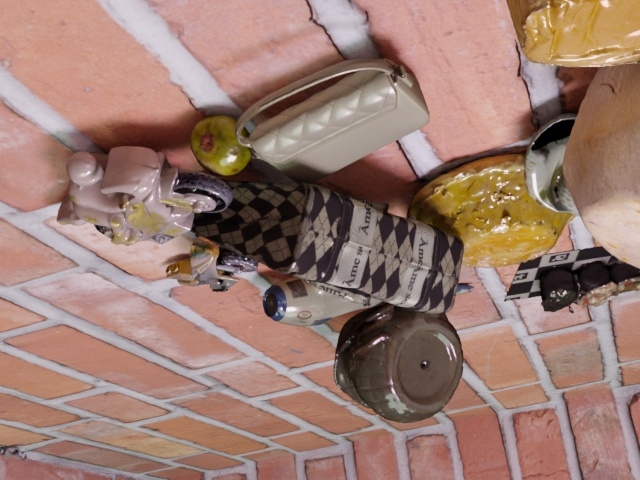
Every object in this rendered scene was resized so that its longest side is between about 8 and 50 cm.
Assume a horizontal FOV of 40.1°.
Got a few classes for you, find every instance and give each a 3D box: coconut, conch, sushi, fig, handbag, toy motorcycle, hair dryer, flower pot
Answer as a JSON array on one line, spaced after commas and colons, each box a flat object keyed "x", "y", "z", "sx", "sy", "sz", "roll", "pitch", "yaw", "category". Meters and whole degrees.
[{"x": 0.522, "y": -0.141, "z": 1.175, "sx": 0.346, "sy": 0.360, "sz": 0.346, "roll": 24, "pitch": 161, "yaw": 9, "category": "coconut"}, {"x": 0.419, "y": -0.135, "z": 1.414, "sx": 0.172, "sy": 0.131, "sz": 0.200, "roll": 7, "pitch": 118, "yaw": 13, "category": "conch"}, {"x": 0.648, "y": 0.116, "z": 2.078, "sx": 0.372, "sy": 0.100, "sz": 0.296, "roll": -8, "pitch": 156, "yaw": 0, "category": "sushi"}, {"x": -0.124, "y": -0.126, "z": 1.308, "sx": 0.093, "sy": 0.093, "sz": 0.166, "roll": -19, "pitch": 154, "yaw": 23, "category": "fig"}, {"x": 0.000, "y": 0.000, "z": 1.470, "sx": 0.316, "sy": 0.180, "sz": 0.416, "roll": 11, "pitch": 175, "yaw": 43, "category": "handbag"}, {"x": -0.222, "y": 0.043, "z": 1.669, "sx": 0.129, "sy": 0.094, "sz": 0.229, "roll": 17, "pitch": 159, "yaw": -36, "category": "toy motorcycle"}, {"x": -0.298, "y": -0.066, "z": 1.341, "sx": 0.222, "sy": 0.108, "sz": 0.340, "roll": 23, "pitch": 155, "yaw": -32, "category": "toy motorcycle"}, {"x": 0.011, "y": -0.177, "z": 1.218, "sx": 0.256, "sy": 0.079, "sz": 0.219, "roll": -25, "pitch": 156, "yaw": 22, "category": "handbag"}, {"x": 0.062, "y": 0.089, "z": 1.866, "sx": 0.298, "sy": 0.119, "sz": 0.296, "roll": -36, "pitch": 152, "yaw": 25, "category": "hair dryer"}, {"x": 0.182, "y": 0.265, "z": 2.049, "sx": 0.301, "sy": 0.302, "sz": 0.213, "roll": 6, "pitch": 176, "yaw": -30, "category": "flower pot"}]

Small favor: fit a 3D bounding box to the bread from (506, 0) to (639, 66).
[{"x": 0.339, "y": -0.297, "z": 1.016, "sx": 0.250, "sy": 0.133, "sz": 0.179, "roll": -6, "pitch": 157, "yaw": 5, "category": "bread"}]

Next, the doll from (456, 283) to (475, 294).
[{"x": 0.303, "y": 0.120, "z": 2.068, "sx": 0.125, "sy": 0.027, "sz": 0.037, "roll": -5, "pitch": 149, "yaw": -7, "category": "doll"}]

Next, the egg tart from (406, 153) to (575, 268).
[{"x": 0.326, "y": -0.039, "z": 1.595, "sx": 0.341, "sy": 0.132, "sz": 0.341, "roll": -5, "pitch": 156, "yaw": -2, "category": "egg tart"}]
